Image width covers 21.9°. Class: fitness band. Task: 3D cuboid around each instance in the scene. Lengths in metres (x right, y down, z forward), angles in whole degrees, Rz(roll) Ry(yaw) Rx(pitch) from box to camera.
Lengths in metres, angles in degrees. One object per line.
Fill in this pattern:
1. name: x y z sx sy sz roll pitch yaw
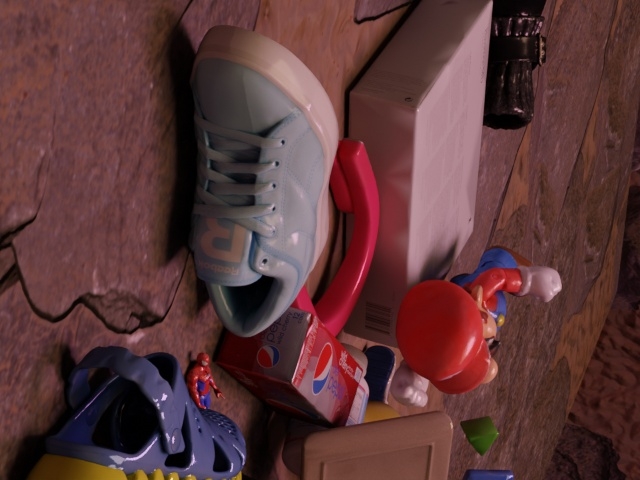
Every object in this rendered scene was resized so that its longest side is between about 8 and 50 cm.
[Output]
1. fitness band: 0.000 0.000 1.907 0.291 0.054 0.209 68 42 -60

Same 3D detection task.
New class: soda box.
1. soda box: -0.030 0.140 1.844 0.263 0.092 0.083 55 52 -68

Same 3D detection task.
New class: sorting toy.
1. sorting toy: 0.058 0.283 1.947 0.047 0.348 0.196 -115 -159 -51

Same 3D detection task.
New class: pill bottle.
1. pill bottle: 0.010 0.208 2.015 0.087 0.087 0.160 81 19 -51

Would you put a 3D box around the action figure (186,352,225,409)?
1. action figure: -0.120 0.162 1.696 0.038 0.030 0.115 -47 145 -47

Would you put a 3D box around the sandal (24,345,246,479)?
1. sandal: -0.145 0.165 1.476 0.317 0.126 0.138 14 87 -74

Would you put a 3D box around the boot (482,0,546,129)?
1. boot: 0.255 -0.303 2.312 0.348 0.131 0.260 35 70 -72

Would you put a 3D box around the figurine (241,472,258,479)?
1. figurine: -0.031 0.374 1.829 0.092 0.209 0.214 -50 149 -53

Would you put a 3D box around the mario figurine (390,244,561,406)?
1. mario figurine: 0.199 0.121 2.111 0.320 0.170 0.198 -37 141 -66

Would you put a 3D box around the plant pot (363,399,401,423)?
1. plant pot: 0.030 0.261 2.101 0.095 0.134 0.134 23 81 -46

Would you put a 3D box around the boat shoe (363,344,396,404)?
1. boat shoe: 0.063 0.230 2.244 0.066 0.066 0.183 87 24 -47

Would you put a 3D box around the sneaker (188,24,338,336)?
1. sneaker: -0.062 -0.036 1.543 0.366 0.135 0.150 79 28 -52

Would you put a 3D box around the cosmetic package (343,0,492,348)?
1. cosmetic package: 0.125 -0.093 2.132 0.284 0.097 0.377 -52 151 -47
